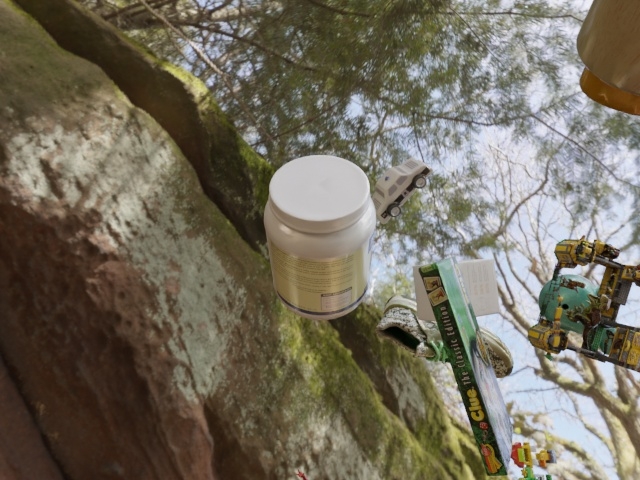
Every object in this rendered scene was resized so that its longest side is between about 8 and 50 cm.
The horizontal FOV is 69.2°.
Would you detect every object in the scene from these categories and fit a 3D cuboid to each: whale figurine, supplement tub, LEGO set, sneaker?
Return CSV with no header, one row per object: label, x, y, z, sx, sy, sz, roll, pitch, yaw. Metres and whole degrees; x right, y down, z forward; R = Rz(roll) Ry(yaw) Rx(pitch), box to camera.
whale figurine,0.797,0.227,1.413,0.272,0.141,0.216,48,-63,24
supplement tub,0.000,0.000,1.030,0.236,0.235,0.324,7,-41,7
LEGO set,0.650,0.152,1.052,0.255,0.192,0.331,27,-94,-11
sneaker,0.337,0.311,1.343,0.411,0.182,0.157,20,-60,28

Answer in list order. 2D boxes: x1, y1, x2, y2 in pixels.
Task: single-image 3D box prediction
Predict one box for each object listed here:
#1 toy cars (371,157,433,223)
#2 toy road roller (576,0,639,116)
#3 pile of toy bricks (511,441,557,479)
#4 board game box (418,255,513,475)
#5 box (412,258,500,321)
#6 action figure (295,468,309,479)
toy cars,0.117,-0.111,1.247,0.087,0.176,0.394,37,-39,-27
toy road roller,0.384,-0.233,0.349,0.241,0.329,0.202,32,-23,22
pile of toy bricks,0.525,0.609,1.139,0.105,0.212,0.118,10,-26,-18
board game box,0.197,0.150,0.614,0.031,0.136,0.259,-20,-98,27
box,0.313,0.112,1.071,0.171,0.091,0.129,-3,-94,-25
action figure,0.002,0.725,1.252,0.281,0.091,0.139,18,-35,29
